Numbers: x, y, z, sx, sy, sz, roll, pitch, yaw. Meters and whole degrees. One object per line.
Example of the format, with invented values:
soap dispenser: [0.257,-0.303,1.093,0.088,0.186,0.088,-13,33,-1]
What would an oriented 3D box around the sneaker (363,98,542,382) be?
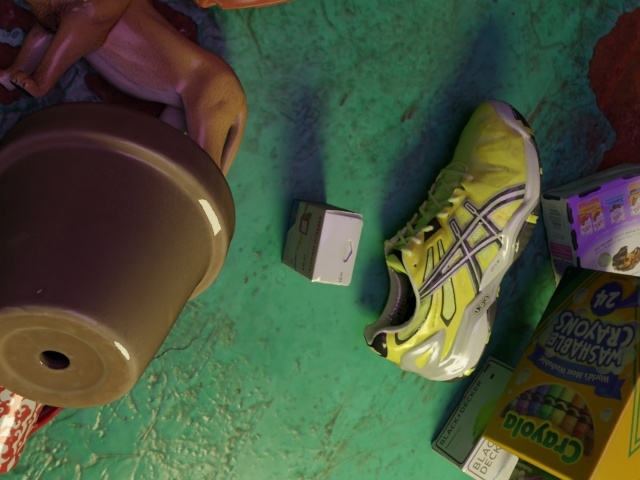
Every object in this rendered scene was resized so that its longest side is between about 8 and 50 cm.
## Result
sneaker: [0.173,-0.003,1.025,0.147,0.145,0.384,14,92,-23]

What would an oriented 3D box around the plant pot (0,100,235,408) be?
plant pot: [-0.228,0.034,0.771,0.263,0.229,0.263,2,134,2]

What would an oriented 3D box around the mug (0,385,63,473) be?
mug: [-0.338,0.169,0.874,0.150,0.113,0.169,21,94,-21]

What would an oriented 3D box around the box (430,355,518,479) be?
box: [0.326,0.321,1.169,0.290,0.087,0.169,38,84,-22]

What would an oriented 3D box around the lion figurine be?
lion figurine: [-0.197,-0.205,0.868,0.392,0.142,0.240,44,74,-36]

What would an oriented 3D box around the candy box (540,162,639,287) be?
candy box: [0.427,0.001,1.164,0.165,0.070,0.196,-19,105,-18]

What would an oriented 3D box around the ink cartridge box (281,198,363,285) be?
ink cartridge box: [0.000,0.000,0.968,0.052,0.122,0.088,8,96,-23]

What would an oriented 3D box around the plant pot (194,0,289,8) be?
plant pot: [-0.066,-0.390,0.781,0.272,0.272,0.265,-22,120,-17]

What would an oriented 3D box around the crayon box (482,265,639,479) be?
crayon box: [0.339,0.198,0.997,0.083,0.203,0.323,32,81,-23]
